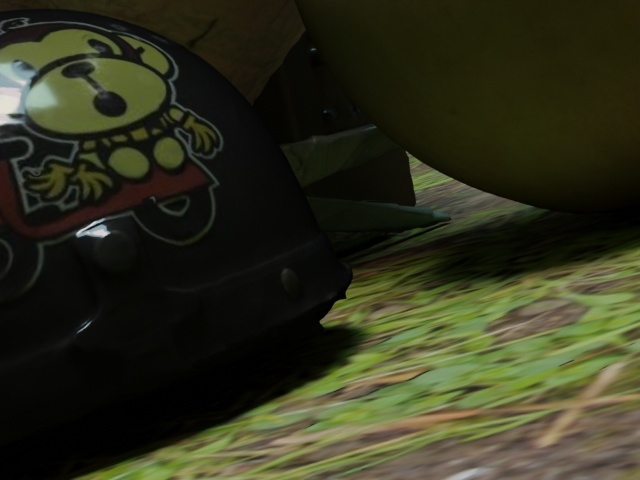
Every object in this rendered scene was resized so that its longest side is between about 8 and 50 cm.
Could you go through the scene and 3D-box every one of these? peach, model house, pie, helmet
[{"bbox_3d":[0.116,-0.140,0.829,0.247,0.292,0.292,-52,-3,13],"label":"peach"},{"bbox_3d":[-0.087,-0.077,1.211,0.248,0.180,0.176,-11,1,-7],"label":"model house"},{"bbox_3d":[0.000,0.000,1.063,0.085,0.017,0.085,-17,6,2],"label":"pie"},{"bbox_3d":[-0.124,-0.003,0.733,0.230,0.160,0.279,-22,7,-24],"label":"helmet"}]

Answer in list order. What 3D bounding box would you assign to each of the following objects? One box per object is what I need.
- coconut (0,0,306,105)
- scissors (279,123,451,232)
[{"bbox_3d":[-0.158,-0.213,1.003,0.405,0.404,0.404,-17,5,2],"label":"coconut"},{"bbox_3d":[-0.091,-0.010,0.922,0.383,0.029,0.256,-9,-38,-27],"label":"scissors"}]
